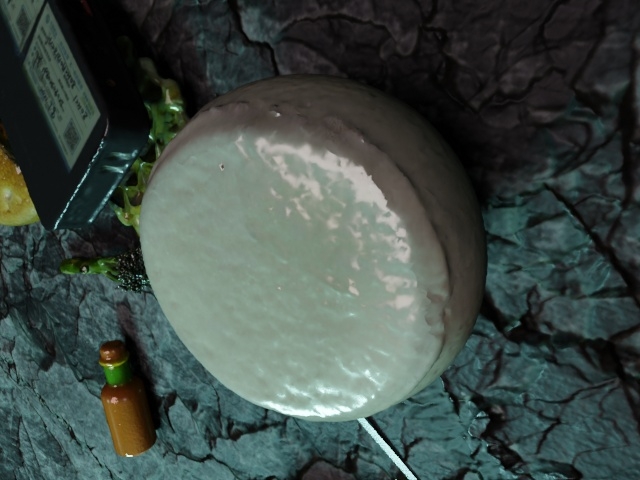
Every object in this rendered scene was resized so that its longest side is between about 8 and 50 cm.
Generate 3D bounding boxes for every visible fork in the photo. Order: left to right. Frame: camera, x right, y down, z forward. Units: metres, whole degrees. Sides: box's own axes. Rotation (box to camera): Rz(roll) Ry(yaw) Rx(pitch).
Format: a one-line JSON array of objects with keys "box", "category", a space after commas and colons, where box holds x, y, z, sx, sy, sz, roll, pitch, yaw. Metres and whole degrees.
[{"box": [0.044, 0.208, 0.581, 0.235, 0.021, 0.039, 49, 129, 7], "category": "fork"}]

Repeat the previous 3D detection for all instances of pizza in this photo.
[{"box": [-0.487, -0.134, 0.744, 0.290, 0.081, 0.228, 3, 116, 31], "category": "pizza"}]

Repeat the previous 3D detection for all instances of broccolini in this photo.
[{"box": [-0.316, 0.044, 0.738, 0.216, 0.058, 0.067, -6, 70, 41], "category": "broccolini"}]

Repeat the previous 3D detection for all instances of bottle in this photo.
[{"box": [-0.310, 0.246, 0.794, 0.069, 0.069, 0.186, 5, 110, 31], "category": "bottle"}]

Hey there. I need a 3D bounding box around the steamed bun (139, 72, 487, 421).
[{"box": [0.000, 0.000, 0.429, 0.283, 0.177, 0.282, 12, 116, 25], "category": "steamed bun"}]

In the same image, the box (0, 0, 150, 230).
[{"box": [-0.319, -0.203, 0.584, 0.211, 0.058, 0.350, -38, 72, 36], "category": "box"}]

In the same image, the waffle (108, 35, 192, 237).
[{"box": [-0.230, -0.119, 0.606, 0.223, 0.054, 0.204, -33, 89, 37], "category": "waffle"}]
